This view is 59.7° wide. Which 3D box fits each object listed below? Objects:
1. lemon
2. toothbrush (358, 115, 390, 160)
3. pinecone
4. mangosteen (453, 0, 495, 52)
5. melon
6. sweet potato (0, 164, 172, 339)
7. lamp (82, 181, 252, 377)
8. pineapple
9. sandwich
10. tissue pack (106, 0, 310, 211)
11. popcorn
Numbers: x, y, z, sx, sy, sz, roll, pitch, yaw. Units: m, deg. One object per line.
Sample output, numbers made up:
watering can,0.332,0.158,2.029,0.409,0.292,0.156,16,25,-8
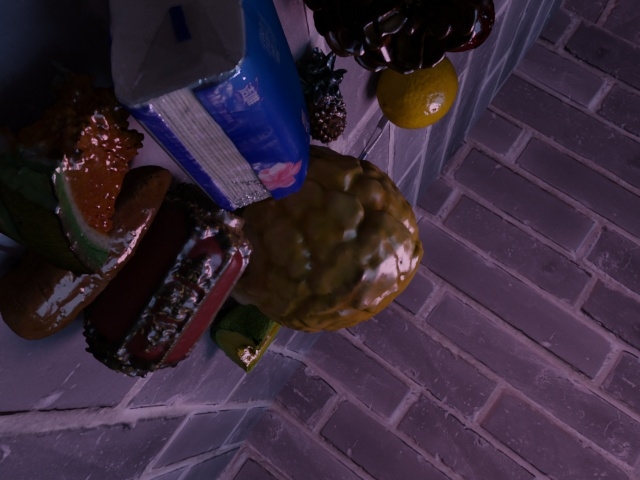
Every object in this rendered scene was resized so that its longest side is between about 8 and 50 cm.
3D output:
lemon,0.224,-0.348,1.269,0.203,0.178,0.178,-34,161,-14
toothbrush,0.114,-0.224,1.539,0.276,0.025,0.019,-58,161,19
pinecone,0.100,-0.339,0.721,0.243,0.309,0.244,-13,130,-15
mangosteen,0.287,-0.498,1.204,0.166,0.166,0.180,-56,143,4
melon,-0.166,0.200,1.363,0.169,0.129,0.265,-52,172,-30
sweet potato,-0.267,0.001,0.650,0.252,0.097,0.097,-55,167,-21
lamp,-0.214,0.056,0.788,0.274,0.177,0.177,-58,166,3
pineapple,0.004,-0.240,0.989,0.103,0.083,0.221,-52,164,-16
sandwich,-0.245,-0.067,0.536,0.185,0.109,0.160,100,15,-62
tissue pack,-0.094,-0.168,0.558,0.270,0.137,0.209,66,15,-73
popcorn,0.012,0.012,1.032,0.390,0.354,0.344,32,94,-33
